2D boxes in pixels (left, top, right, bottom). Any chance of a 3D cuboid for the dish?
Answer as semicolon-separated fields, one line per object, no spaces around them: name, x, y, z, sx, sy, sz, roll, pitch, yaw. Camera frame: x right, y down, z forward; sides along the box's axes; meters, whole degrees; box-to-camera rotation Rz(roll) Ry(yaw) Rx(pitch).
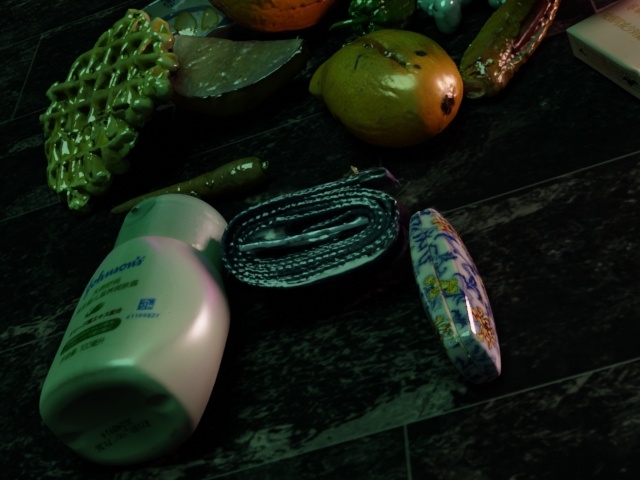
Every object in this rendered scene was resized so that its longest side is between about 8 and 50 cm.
dish;-0.238;-0.327;2.080;0.228;0.086;0.236;-41;40;-21

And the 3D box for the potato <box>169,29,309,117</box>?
potato;-0.136;-0.238;1.891;0.243;0.098;0.138;7;56;25

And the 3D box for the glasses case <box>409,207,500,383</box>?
glasses case;0.141;0.053;1.332;0.065;0.087;0.248;-31;33;15

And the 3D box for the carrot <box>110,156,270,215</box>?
carrot;-0.186;-0.070;1.745;0.254;0.049;0.049;-14;36;21

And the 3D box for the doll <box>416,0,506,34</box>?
doll;0.226;-0.371;1.866;0.159;0.059;0.158;9;47;38

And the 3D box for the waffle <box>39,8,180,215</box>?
waffle;-0.330;-0.203;1.883;0.317;0.073;0.297;-47;37;18

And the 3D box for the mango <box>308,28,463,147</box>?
mango;0.082;-0.219;1.701;0.177;0.120;0.295;-35;35;-12

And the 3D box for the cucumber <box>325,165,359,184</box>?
cucumber;-0.023;-0.018;1.564;0.215;0.052;0.058;-37;14;-15

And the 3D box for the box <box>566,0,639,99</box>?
box;0.523;-0.306;1.595;0.365;0.051;0.204;-28;32;-3

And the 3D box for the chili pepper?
chili pepper;0.092;-0.349;1.871;0.100;0.074;0.257;18;20;8

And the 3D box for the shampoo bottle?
shampoo bottle;-0.194;0.083;1.447;0.222;0.151;0.349;-28;29;29

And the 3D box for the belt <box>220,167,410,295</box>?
belt;0.000;0.000;1.465;0.218;0.122;0.128;-14;-9;9

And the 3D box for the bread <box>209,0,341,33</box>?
bread;-0.068;-0.431;2.006;0.195;0.142;0.270;41;46;16

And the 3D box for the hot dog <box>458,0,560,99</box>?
hot dog;0.271;-0.302;1.738;0.083;0.068;0.289;2;45;38
